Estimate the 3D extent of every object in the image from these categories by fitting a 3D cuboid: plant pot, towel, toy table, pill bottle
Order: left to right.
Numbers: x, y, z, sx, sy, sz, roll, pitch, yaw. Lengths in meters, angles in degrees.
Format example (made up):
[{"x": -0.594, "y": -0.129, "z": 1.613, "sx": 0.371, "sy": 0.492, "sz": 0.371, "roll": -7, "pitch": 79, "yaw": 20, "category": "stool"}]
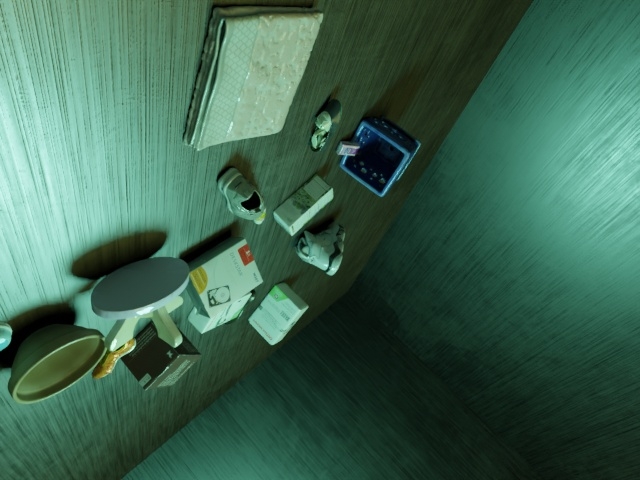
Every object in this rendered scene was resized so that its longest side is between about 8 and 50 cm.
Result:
[{"x": -0.687, "y": 0.293, "z": 1.132, "sx": 0.237, "sy": 0.110, "sz": 0.237, "roll": -42, "pitch": 164, "yaw": -15, "category": "plant pot"}, {"x": -0.478, "y": 0.171, "z": 1.194, "sx": 0.274, "sy": 0.252, "sz": 0.161, "roll": -24, "pitch": 136, "yaw": -44, "category": "toy table"}, {"x": -0.150, "y": -0.370, "z": 1.022, "sx": 0.317, "sy": 0.053, "sz": 0.332, "roll": -31, "pitch": 158, "yaw": -45, "category": "towel"}, {"x": -0.214, "y": -0.093, "z": 1.536, "sx": 0.043, "sy": 0.043, "sz": 0.083, "roll": -37, "pitch": 162, "yaw": -30, "category": "pill bottle"}, {"x": 0.256, "y": -0.355, "z": 1.790, "sx": 0.212, "sy": 0.236, "sz": 0.236, "roll": -37, "pitch": 162, "yaw": -48, "category": "plant pot"}]

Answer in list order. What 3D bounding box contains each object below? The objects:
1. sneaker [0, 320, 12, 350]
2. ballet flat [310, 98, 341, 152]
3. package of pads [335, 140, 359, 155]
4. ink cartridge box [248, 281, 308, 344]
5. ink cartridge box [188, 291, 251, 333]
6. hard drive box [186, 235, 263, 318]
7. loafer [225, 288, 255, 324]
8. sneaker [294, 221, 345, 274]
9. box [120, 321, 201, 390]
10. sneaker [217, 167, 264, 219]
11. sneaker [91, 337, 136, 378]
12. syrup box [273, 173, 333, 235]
[{"x": -0.735, "y": 0.301, "z": 0.847, "sx": 0.319, "sy": 0.208, "sz": 0.127, "roll": -32, "pitch": 157, "yaw": -44, "category": "sneaker"}, {"x": 0.011, "y": -0.362, "z": 1.427, "sx": 0.074, "sy": 0.074, "sz": 0.203, "roll": -35, "pitch": 162, "yaw": -36, "category": "ballet flat"}, {"x": 0.105, "y": -0.355, "z": 1.700, "sx": 0.083, "sy": 0.032, "sz": 0.050, "roll": -2, "pitch": 142, "yaw": -32, "category": "package of pads"}, {"x": -0.230, "y": 0.396, "z": 2.393, "sx": 0.273, "sy": 0.198, "sz": 0.114, "roll": -52, "pitch": 165, "yaw": 18, "category": "ink cartridge box"}, {"x": -0.413, "y": 0.270, "z": 1.813, "sx": 0.160, "sy": 0.092, "sz": 0.219, "roll": -55, "pitch": 163, "yaw": 26, "category": "ink cartridge box"}, {"x": -0.334, "y": 0.119, "z": 1.486, "sx": 0.232, "sy": 0.089, "sz": 0.181, "roll": -37, "pitch": 117, "yaw": -35, "category": "hard drive box"}, {"x": -0.386, "y": 0.290, "z": 1.996, "sx": 0.078, "sy": 0.080, "sz": 0.220, "roll": 26, "pitch": 110, "yaw": -39, "category": "loafer"}, {"x": 0.000, "y": 0.000, "z": 2.167, "sx": 0.137, "sy": 0.210, "sz": 0.366, "roll": -58, "pitch": -165, "yaw": 35, "category": "sneaker"}, {"x": -0.579, "y": 0.421, "z": 1.611, "sx": 0.168, "sy": 0.167, "sz": 0.203, "roll": -45, "pitch": 164, "yaw": -5, "category": "box"}, {"x": -0.223, "y": -0.110, "z": 1.341, "sx": 0.105, "sy": 0.115, "sz": 0.281, "roll": -46, "pitch": 164, "yaw": -4, "category": "sneaker"}, {"x": -0.690, "y": 0.377, "z": 1.447, "sx": 0.175, "sy": 0.064, "sz": 0.067, "roll": -50, "pitch": 145, "yaw": -8, "category": "sneaker"}, {"x": -0.064, "y": -0.139, "z": 1.721, "sx": 0.237, "sy": 0.093, "sz": 0.096, "roll": -44, "pitch": 164, "yaw": -12, "category": "syrup box"}]
